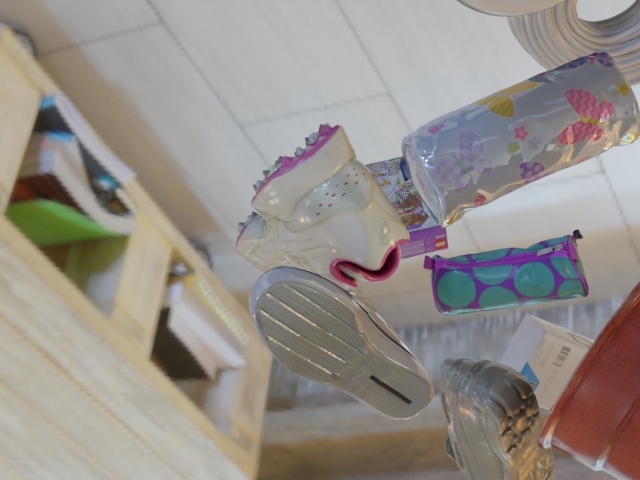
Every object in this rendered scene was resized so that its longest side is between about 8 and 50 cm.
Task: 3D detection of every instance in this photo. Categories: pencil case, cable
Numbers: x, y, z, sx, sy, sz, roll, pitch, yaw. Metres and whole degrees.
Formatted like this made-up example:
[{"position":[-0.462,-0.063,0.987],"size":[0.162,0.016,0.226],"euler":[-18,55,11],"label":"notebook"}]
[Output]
[{"position":[0.231,-0.114,1.418],"size":[0.273,0.113,0.124],"euler":[-25,114,-2],"label":"pencil case"},{"position":[0.182,0.033,1.201],"size":[0.151,0.064,0.070],"euler":[-10,137,19],"label":"pencil case"},{"position":[0.357,-0.307,1.524],"size":[0.257,0.089,0.257],"euler":[-5,130,-2],"label":"cable"}]

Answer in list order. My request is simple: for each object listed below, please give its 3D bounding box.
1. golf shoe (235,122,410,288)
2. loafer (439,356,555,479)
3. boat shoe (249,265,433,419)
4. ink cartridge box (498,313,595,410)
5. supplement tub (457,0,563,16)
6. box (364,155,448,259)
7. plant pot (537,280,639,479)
[{"position":[0.000,0.000,1.155],"size":[0.140,0.115,0.306],"euler":[46,167,4],"label":"golf shoe"},{"position":[0.212,0.254,1.504],"size":[0.111,0.112,0.319],"euler":[26,146,37],"label":"loafer"},{"position":[0.011,0.083,1.082],"size":[0.083,0.076,0.226],"euler":[-38,129,10],"label":"boat shoe"},{"position":[0.341,0.184,1.705],"size":[0.180,0.060,0.104],"euler":[22,103,-25],"label":"ink cartridge box"},{"position":[0.144,-0.365,1.173],"size":[0.193,0.316,0.194],"euler":[-10,129,-12],"label":"supplement tub"},{"position":[0.105,-0.055,2.274],"size":[0.201,0.293,0.057],"euler":[-12,120,-2],"label":"box"},{"position":[0.419,0.186,1.308],"size":[0.265,0.272,0.272],"euler":[35,151,20],"label":"plant pot"}]
